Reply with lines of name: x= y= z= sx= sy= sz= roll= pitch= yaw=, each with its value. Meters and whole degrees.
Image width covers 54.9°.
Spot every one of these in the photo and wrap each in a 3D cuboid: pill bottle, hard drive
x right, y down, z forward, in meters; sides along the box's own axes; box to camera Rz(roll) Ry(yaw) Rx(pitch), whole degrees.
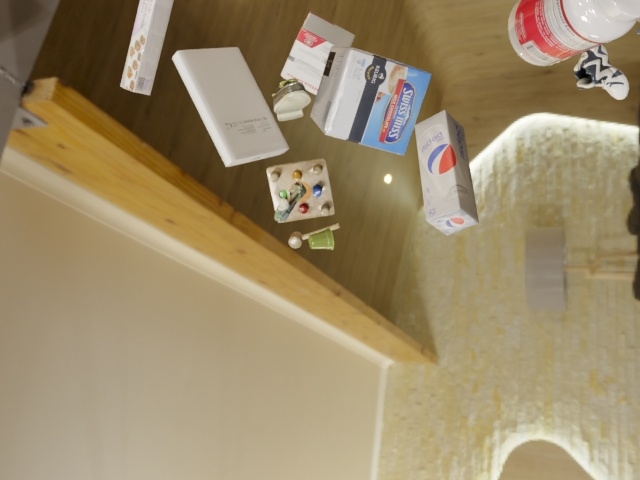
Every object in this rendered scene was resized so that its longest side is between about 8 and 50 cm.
pill bottle: x=0.716 y=-0.637 z=1.689 sx=0.408 sy=0.229 sz=0.228 roll=-172 pitch=81 yaw=-75
hard drive: x=-0.224 y=-0.346 z=1.568 sx=0.203 sy=0.040 sz=0.307 roll=-22 pitch=-97 yaw=-45

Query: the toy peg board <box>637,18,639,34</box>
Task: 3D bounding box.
toy peg board: x=1.124 y=-0.660 z=2.022 sx=0.079 sy=0.161 sz=0.160 roll=-64 pitch=26 yaw=18

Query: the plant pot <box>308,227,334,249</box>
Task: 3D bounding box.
plant pot: x=0.000 y=0.000 z=2.254 sx=0.083 sy=0.079 sz=0.083 roll=170 pitch=90 yaw=-74

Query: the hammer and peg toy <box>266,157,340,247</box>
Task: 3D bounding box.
hammer and peg toy: x=-0.067 y=-0.163 z=2.631 sx=0.127 sy=0.266 sz=0.361 roll=-86 pitch=-14 yaw=-67

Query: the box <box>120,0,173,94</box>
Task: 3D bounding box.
box: x=-0.477 y=-0.570 z=1.709 sx=0.067 sy=0.063 sz=0.323 roll=-5 pitch=-63 yaw=-57

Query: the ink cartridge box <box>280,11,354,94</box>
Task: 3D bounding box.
ink cartridge box: x=-0.015 y=-0.720 z=2.407 sx=0.273 sy=0.197 sz=0.114 roll=-51 pitch=16 yaw=56

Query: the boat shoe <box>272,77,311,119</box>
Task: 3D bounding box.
boat shoe: x=-0.093 y=-0.428 z=1.834 sx=0.305 sy=0.109 sz=0.091 roll=180 pitch=78 yaw=-84

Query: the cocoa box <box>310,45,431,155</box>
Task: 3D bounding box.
cocoa box: x=0.127 y=-0.399 z=1.721 sx=0.347 sy=0.228 sz=0.231 roll=-113 pitch=39 yaw=-70

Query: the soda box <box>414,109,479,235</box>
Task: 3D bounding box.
soda box: x=0.301 y=-0.164 z=1.478 sx=0.098 sy=0.091 sz=0.286 roll=29 pitch=-130 yaw=-42

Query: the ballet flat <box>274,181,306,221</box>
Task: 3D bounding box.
ballet flat: x=-0.125 y=-0.156 z=2.381 sx=0.188 sy=0.070 sz=0.070 roll=-55 pitch=-39 yaw=-28

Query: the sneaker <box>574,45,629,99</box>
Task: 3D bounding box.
sneaker: x=0.962 y=-0.549 z=2.140 sx=0.153 sy=0.094 sz=0.235 roll=-47 pitch=-65 yaw=-11
